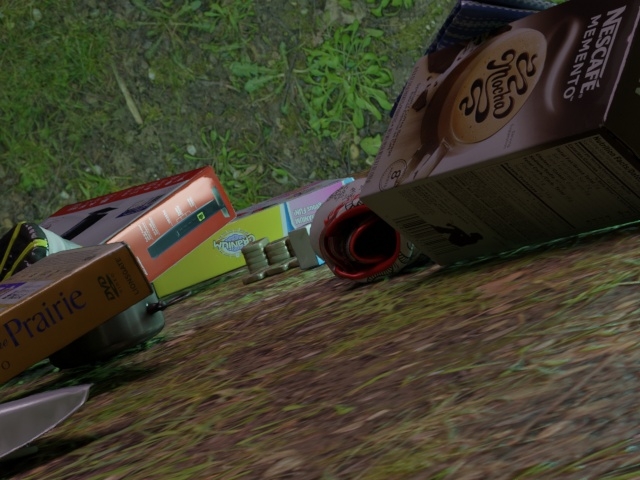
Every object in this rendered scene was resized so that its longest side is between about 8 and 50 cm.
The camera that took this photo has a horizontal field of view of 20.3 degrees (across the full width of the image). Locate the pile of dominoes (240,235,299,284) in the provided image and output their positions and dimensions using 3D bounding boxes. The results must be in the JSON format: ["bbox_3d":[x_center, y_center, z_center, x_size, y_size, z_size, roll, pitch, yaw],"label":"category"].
[{"bbox_3d":[0.024,-0.015,2.225,0.251,0.040,0.196,-20,4,10],"label":"pile of dominoes"}]

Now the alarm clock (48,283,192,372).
[{"bbox_3d":[-0.213,0.087,1.876,0.192,0.064,0.129,-21,3,28],"label":"alarm clock"}]

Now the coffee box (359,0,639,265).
[{"bbox_3d":[0.190,-0.097,1.511,0.297,0.119,0.168,-16,43,50],"label":"coffee box"}]

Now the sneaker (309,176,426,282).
[{"bbox_3d":[0.037,-0.010,1.769,0.145,0.090,0.270,-20,6,-38],"label":"sneaker"}]

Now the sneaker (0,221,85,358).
[{"bbox_3d":[-0.357,0.105,2.087,0.147,0.145,0.385,20,-27,-26],"label":"sneaker"}]

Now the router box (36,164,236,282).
[{"bbox_3d":[-0.323,0.030,2.362,0.335,0.082,0.301,-12,20,46],"label":"router box"}]

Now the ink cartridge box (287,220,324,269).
[{"bbox_3d":[0.000,0.000,2.088,0.028,0.048,0.083,-17,4,32],"label":"ink cartridge box"}]

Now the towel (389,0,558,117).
[{"bbox_3d":[0.210,-0.138,1.708,0.243,0.040,0.336,13,-17,-5],"label":"towel"}]

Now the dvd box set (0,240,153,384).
[{"bbox_3d":[-0.383,0.132,1.675,0.420,0.062,0.308,-31,8,-21],"label":"dvd box set"}]

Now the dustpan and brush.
[{"bbox_3d":[-0.282,0.167,1.336,0.211,0.060,0.147,-15,-1,-33],"label":"dustpan and brush"}]

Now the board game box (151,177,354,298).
[{"bbox_3d":[-0.112,-0.006,2.567,0.317,0.064,0.242,-21,4,-11],"label":"board game box"}]
